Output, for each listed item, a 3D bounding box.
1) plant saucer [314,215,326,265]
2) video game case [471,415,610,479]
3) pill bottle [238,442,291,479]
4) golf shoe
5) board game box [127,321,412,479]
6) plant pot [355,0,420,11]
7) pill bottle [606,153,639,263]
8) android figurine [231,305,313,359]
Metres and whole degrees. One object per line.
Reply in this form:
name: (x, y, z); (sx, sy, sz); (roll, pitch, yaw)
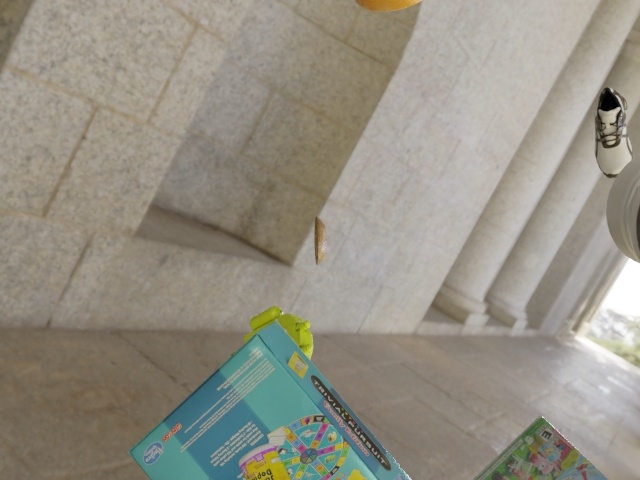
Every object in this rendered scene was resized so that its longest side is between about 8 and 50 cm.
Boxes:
plant saucer: (0.000, 0.000, 1.208); (0.015, 0.083, 0.083); (-1, 10, -5)
video game case: (0.289, 0.373, 0.981); (0.023, 0.212, 0.193); (47, 0, -36)
pill bottle: (-0.051, 0.262, 0.766); (0.083, 0.043, 0.043); (57, 19, 24)
golf shoe: (0.607, -0.228, 1.515); (0.077, 0.198, 0.094); (-10, -23, 30)
board game box: (-0.047, 0.316, 0.926); (0.336, 0.254, 0.079); (49, 15, 7)
plant pot: (0.123, -0.565, 1.328); (0.205, 0.205, 0.188); (33, -15, 37)
pill bottle: (0.486, -0.013, 0.808); (0.204, 0.204, 0.361); (27, 8, -10)
android figurine: (-0.117, 0.280, 1.747); (0.056, 0.273, 0.248); (26, 47, -38)
